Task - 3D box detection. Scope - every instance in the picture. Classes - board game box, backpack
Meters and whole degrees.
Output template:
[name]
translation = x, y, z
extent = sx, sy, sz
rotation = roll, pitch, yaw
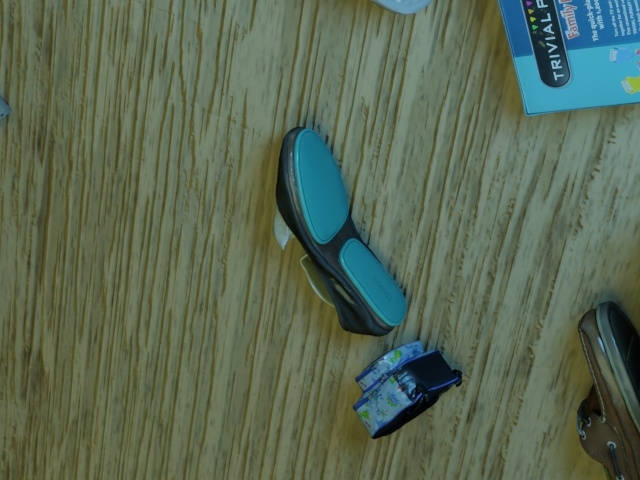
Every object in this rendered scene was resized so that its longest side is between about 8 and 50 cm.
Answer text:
[board game box]
translation = 0.345, -0.266, 1.665
extent = 0.336, 0.079, 0.254
rotation = -4, 124, 23
[backpack]
translation = 0.093, 0.178, 2.016
extent = 0.084, 0.105, 0.114
rotation = 53, 126, 14

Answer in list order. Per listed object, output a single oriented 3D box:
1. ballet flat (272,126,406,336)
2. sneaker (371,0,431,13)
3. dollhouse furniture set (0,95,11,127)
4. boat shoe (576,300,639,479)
[ballet flat]
translation = 0.000, 0.000, 1.957
extent = 0.096, 0.095, 0.280
rotation = -11, 114, 39
[sneaker]
translation = 0.010, -0.374, 1.725
extent = 0.321, 0.126, 0.127
rotation = 53, 165, -30
[dollhouse furniture set]
translation = -0.505, -0.157, 2.047
extent = 0.182, 0.101, 0.161
rotation = -29, 105, 31
[boat shoe]
translation = 0.345, 0.215, 1.934
extent = 0.104, 0.111, 0.307
rotation = -15, 112, 26
